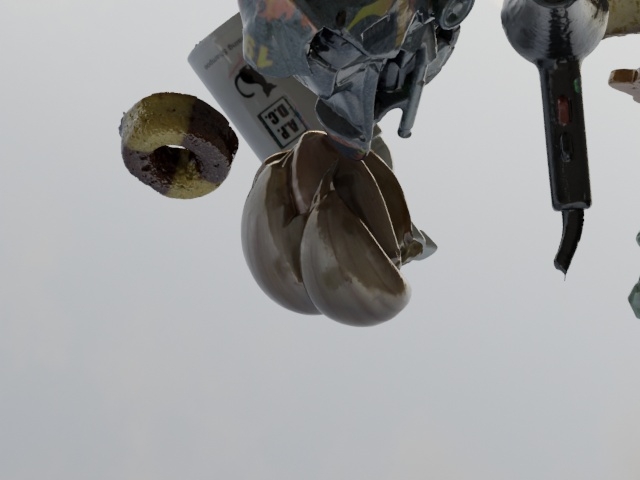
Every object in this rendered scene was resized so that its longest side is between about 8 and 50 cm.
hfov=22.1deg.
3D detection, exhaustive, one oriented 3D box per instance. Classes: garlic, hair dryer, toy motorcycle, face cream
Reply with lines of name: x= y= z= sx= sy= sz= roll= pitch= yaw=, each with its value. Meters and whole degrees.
garlic: x=0.000 y=0.000 z=1.589 sx=0.191 sy=0.160 sz=0.214 roll=54 pitch=-156 yaw=-19
hair dryer: x=0.205 y=-0.104 z=1.349 sx=0.235 sy=0.091 sz=0.271 roll=12 pitch=-109 yaw=-82
toy motorcycle: x=0.023 y=-0.173 z=1.276 sx=0.108 sy=0.173 sz=0.307 roll=40 pitch=175 yaw=28
face cream: x=0.004 y=-0.114 z=1.983 sx=0.369 sy=0.145 sz=0.145 roll=53 pitch=-144 yaw=1

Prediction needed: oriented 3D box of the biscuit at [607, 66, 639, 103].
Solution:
biscuit: x=0.382 y=-0.176 z=1.839 sx=0.118 sy=0.023 sz=0.140 roll=10 pitch=172 yaw=2

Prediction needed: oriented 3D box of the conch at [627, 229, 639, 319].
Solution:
conch: x=0.337 y=0.022 z=1.363 sx=0.386 sy=0.169 sz=0.203 roll=54 pitch=-148 yaw=-55

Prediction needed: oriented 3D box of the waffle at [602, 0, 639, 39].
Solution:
waffle: x=0.417 y=-0.288 z=1.892 sx=0.168 sy=0.274 sz=0.057 roll=-35 pitch=-65 yaw=-43

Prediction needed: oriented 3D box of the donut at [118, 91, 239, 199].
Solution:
donut: x=-0.161 y=-0.102 z=1.851 sx=0.140 sy=0.140 sz=0.059 roll=21 pitch=-135 yaw=-21
